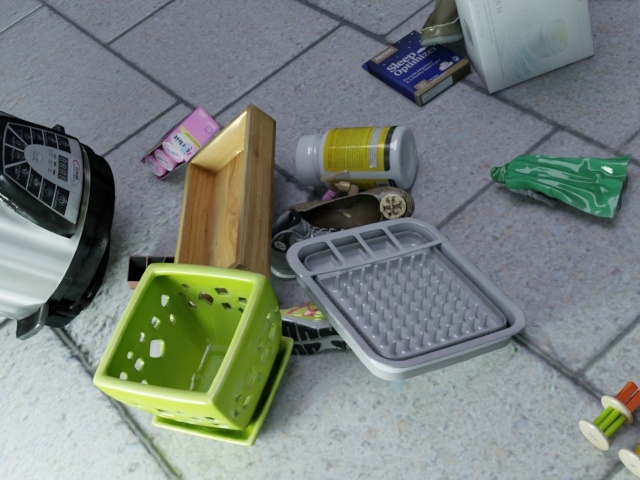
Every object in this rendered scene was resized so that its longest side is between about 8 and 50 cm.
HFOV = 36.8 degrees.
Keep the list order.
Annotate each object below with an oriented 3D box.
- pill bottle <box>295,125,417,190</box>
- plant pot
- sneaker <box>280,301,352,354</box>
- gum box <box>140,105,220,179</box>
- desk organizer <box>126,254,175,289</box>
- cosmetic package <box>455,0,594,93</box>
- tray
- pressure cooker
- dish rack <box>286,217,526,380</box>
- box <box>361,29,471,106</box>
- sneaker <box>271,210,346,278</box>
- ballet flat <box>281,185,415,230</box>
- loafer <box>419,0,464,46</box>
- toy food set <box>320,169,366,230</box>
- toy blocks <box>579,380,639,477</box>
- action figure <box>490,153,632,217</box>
[{"bbox_3d":[0.067,-0.153,1.805,0.208,0.119,0.119,1,49,23],"label":"pill bottle"},{"bbox_3d":[-0.179,0.189,1.508,0.227,0.207,0.228,5,56,27],"label":"plant pot"},{"bbox_3d":[-0.004,0.132,1.600,0.208,0.082,0.094,1,42,14],"label":"sneaker"},{"bbox_3d":[-0.293,-0.198,1.983,0.107,0.062,0.188,-50,15,-25],"label":"gum box"},{"bbox_3d":[-0.305,0.061,1.807,0.130,0.050,0.047,0,48,23],"label":"desk organizer"},{"bbox_3d":[0.394,-0.442,1.867,0.224,0.224,0.138,-21,43,3],"label":"cosmetic package"},{"bbox_3d":[-0.173,-0.045,1.753,0.202,0.076,0.411,-37,36,32],"label":"tray"},{"bbox_3d":[-0.578,-0.048,1.778,0.375,0.420,0.370,33,98,52],"label":"pressure cooker"},{"bbox_3d":[0.127,0.095,1.523,0.285,0.072,0.333,-13,38,-27],"label":"dish rack"},{"bbox_3d":[0.193,-0.372,2.023,0.136,0.037,0.225,-36,44,-12],"label":"box"},{"bbox_3d":[0.000,0.000,1.676,0.228,0.132,0.086,-8,46,16],"label":"sneaker"},{"bbox_3d":[0.044,-0.048,1.720,0.249,0.058,0.084,-5,91,19],"label":"ballet flat"},{"bbox_3d":[0.263,-0.476,2.010,0.094,0.087,0.251,-5,28,28],"label":"loafer"},{"bbox_3d":[0.041,-0.064,1.763,0.077,0.019,0.122,-15,86,19],"label":"toy food set"},{"bbox_3d":[0.448,0.238,1.315,0.148,0.054,0.123,-39,46,-16],"label":"toy blocks"},{"bbox_3d":[0.404,-0.104,1.655,0.232,0.063,0.137,11,55,26],"label":"action figure"}]
